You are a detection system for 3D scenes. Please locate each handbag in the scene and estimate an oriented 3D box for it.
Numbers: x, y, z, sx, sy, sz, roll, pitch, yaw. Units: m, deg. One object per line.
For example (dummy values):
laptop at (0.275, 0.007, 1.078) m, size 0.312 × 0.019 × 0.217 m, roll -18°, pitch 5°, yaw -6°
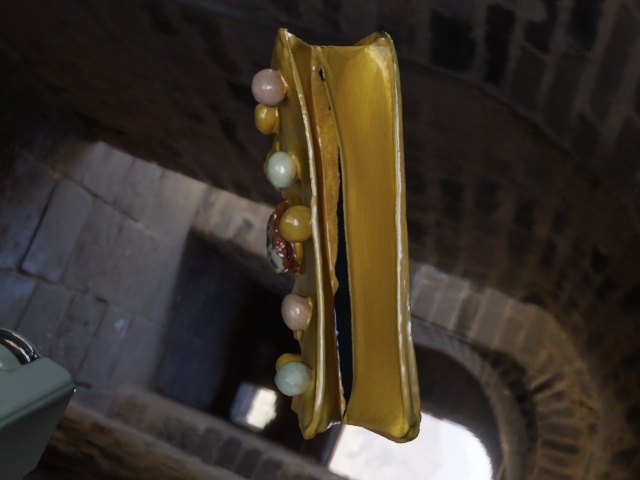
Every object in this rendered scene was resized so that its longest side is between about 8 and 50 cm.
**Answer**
handbag at (0.000, 0.000, 1.020) m, size 0.283 × 0.133 × 0.400 m, roll 172°, pitch -86°, yaw -82°

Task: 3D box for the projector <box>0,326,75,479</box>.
projector at (-0.304, 0.077, 0.595) m, size 0.099 × 0.257 × 0.192 m, roll -61°, pitch 173°, yaw 11°
